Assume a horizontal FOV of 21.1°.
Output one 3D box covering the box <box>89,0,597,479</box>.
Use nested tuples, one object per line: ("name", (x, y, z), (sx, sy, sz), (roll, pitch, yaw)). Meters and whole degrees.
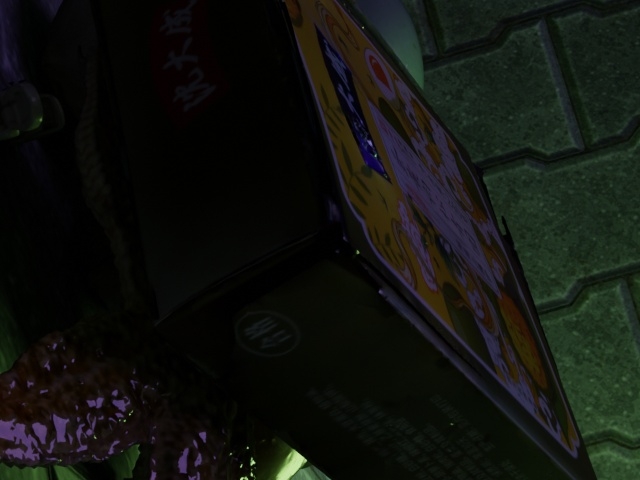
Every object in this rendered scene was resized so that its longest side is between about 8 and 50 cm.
("box", (0.020, -0.010, 1.206), (0.420, 0.138, 0.373), (45, 23, -45))

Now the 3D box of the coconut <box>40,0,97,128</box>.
("coconut", (-0.122, -0.149, 1.450), (0.227, 0.230, 0.227), (174, -90, -78))

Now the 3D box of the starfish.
("starfish", (-0.127, 0.114, 1.055), (0.384, 0.132, 0.398), (-54, 134, -60))

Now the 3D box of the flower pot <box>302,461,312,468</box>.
("flower pot", (-0.035, 0.100, 1.681), (0.148, 0.235, 0.235), (56, -5, 38))

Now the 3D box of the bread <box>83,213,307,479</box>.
("bread", (-0.076, 0.075, 1.366), (0.171, 0.192, 0.314), (68, 10, -49))

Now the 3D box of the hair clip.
("hair clip", (-0.207, -0.089, 1.215), (0.226, 0.072, 0.034), (-35, 109, -83))

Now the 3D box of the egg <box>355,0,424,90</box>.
("egg", (-0.005, -0.225, 2.241), (0.276, 0.276, 0.389), (66, 13, -46))
